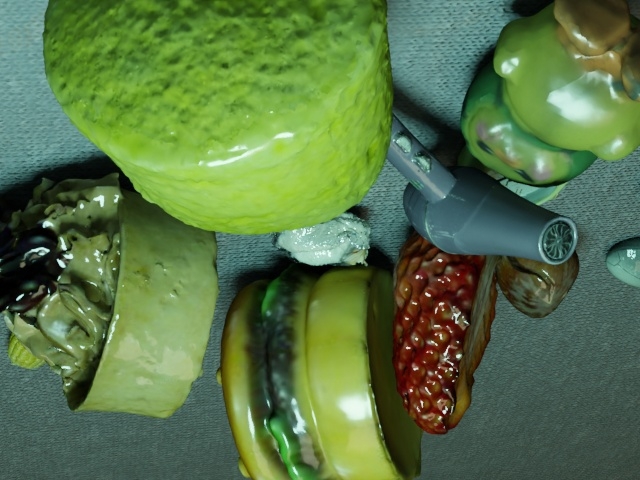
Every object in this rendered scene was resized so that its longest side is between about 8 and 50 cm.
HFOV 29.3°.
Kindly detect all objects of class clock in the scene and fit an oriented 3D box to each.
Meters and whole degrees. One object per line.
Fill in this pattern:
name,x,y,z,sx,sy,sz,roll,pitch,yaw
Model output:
clock,0.271,-0.098,1.780,0.170,0.069,0.232,-2,150,-12

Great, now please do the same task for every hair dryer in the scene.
hair dryer,0.137,-0.097,1.555,0.361,0.121,0.301,40,171,-30

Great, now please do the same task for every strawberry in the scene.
strawberry,0.177,0.124,1.880,0.149,0.336,0.265,11,167,15

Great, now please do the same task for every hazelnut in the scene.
hazelnut,0.353,0.052,1.984,0.143,0.143,0.154,-2,135,-13

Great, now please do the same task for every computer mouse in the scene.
computer mouse,0.597,0.048,2.120,0.229,0.068,0.113,5,148,-23

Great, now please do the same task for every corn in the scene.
corn,-0.466,0.158,2.011,0.085,0.063,0.165,-2,152,-31

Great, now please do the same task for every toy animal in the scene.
toy animal,0.306,-0.193,1.506,0.216,0.191,0.338,37,151,-1

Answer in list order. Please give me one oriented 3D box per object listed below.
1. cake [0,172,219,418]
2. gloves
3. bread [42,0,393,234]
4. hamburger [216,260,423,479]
cake,-0.331,0.070,1.659,0.321,0.332,0.332,11,144,-22
gloves,0.000,-0.004,1.863,0.153,0.070,0.114,0,157,-4
bread,-0.091,-0.178,1.286,0.348,0.348,0.308,-12,155,4
hamburger,-0.008,0.228,1.944,0.278,0.395,0.396,-11,151,16
